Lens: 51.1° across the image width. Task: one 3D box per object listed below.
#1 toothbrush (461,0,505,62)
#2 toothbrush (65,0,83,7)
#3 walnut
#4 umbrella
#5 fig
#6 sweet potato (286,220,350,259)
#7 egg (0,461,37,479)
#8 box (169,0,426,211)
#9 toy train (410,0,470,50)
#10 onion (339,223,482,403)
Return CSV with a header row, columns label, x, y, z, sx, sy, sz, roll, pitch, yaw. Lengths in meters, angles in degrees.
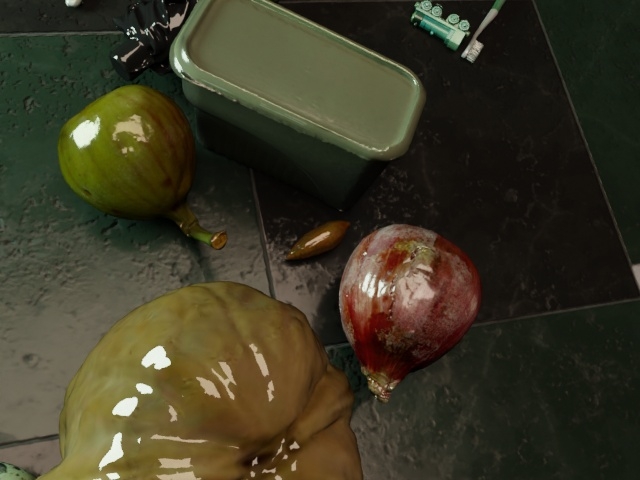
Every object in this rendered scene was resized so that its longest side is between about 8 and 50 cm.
label,x,y,z,sx,sy,sz,roll,pitch,yaw
toothbrush,0.274,-0.364,1.031,0.024,0.018,0.257,31,65,-3
toothbrush,-0.295,-0.418,0.915,0.022,0.026,0.263,16,69,-7
walnut,-0.101,0.192,0.582,0.285,0.285,0.297,-16,81,-19
umbrella,-0.153,-0.294,0.851,0.122,0.110,0.272,44,65,-3
fig,-0.192,-0.084,0.754,0.186,0.147,0.142,49,42,-33
sweet potato,0.000,0.000,0.811,0.095,0.034,0.034,-32,79,-21
egg,-0.303,0.245,0.612,0.110,0.085,0.085,29,65,10
box,-0.037,-0.150,0.782,0.274,0.178,0.138,25,65,-2
toy train,0.175,-0.317,0.985,0.092,0.029,0.045,30,81,4
onion,0.089,0.082,0.735,0.159,0.159,0.195,24,64,-3
